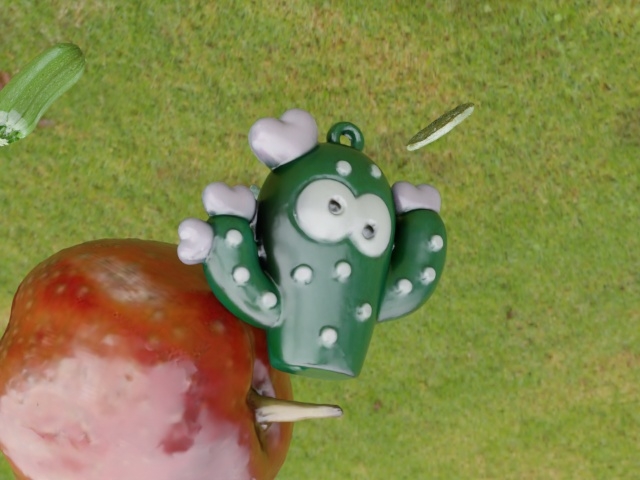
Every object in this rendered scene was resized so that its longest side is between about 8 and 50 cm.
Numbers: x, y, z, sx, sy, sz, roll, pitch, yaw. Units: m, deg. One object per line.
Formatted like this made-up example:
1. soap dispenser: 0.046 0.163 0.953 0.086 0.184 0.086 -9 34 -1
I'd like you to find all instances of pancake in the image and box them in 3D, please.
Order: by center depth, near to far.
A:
1. pancake: 0.160 -0.153 1.202 0.108 0.108 0.017 -32 102 28

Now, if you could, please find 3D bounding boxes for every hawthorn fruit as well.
1. hawthorn fruit: -0.135 0.142 0.837 0.330 0.287 0.287 4 133 21

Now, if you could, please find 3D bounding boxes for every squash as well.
1. squash: -0.441 -0.229 1.387 0.077 0.219 0.068 29 148 -1

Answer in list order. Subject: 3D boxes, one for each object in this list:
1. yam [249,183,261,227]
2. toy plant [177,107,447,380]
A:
1. yam: -0.071 -0.023 1.513 0.169 0.068 0.068 38 128 6
2. toy plant: 0.004 0.000 0.818 0.232 0.243 0.112 41 153 -16
